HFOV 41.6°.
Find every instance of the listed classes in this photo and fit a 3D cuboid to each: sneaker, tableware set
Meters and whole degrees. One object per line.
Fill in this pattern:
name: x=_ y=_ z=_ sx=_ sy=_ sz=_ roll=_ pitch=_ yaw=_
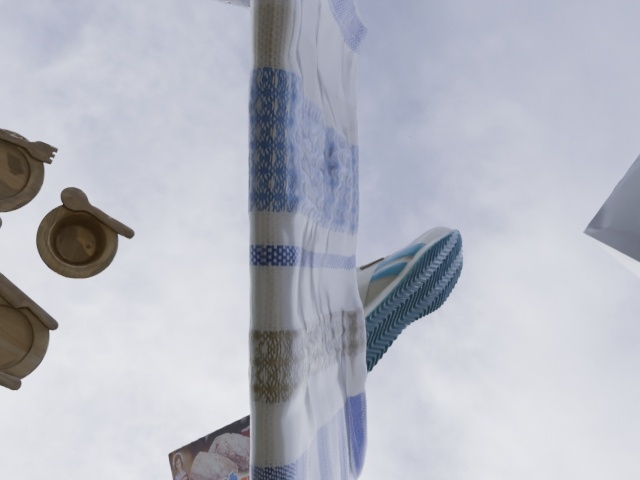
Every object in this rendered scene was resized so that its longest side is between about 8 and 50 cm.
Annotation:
sneaker: x=0.065 y=0.052 z=0.908 sx=0.229 sy=0.092 sz=0.087 roll=-37 pitch=-49 yaw=-26
tableware set: x=-0.216 y=0.005 z=0.562 sx=0.141 sy=0.020 sz=0.168 roll=38 pitch=-117 yaw=-7

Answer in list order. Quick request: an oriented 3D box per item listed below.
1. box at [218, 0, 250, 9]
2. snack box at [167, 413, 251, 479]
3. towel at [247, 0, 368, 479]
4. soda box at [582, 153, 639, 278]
box: x=-0.222 y=-0.304 z=0.836 sx=0.322 sy=0.257 sz=0.079 roll=15 pitch=-74 yaw=4
snack box: x=-0.070 y=0.185 z=0.690 sx=0.178 sy=0.022 sz=0.064 roll=-34 pitch=-115 yaw=45
towel: x=0.000 y=0.000 z=0.401 sx=0.034 sy=0.209 sz=0.285 roll=0 pitch=-92 yaw=8
soda box: x=0.227 y=0.021 z=0.391 sx=0.074 sy=0.216 sz=0.069 roll=32 pitch=-85 yaw=-28
